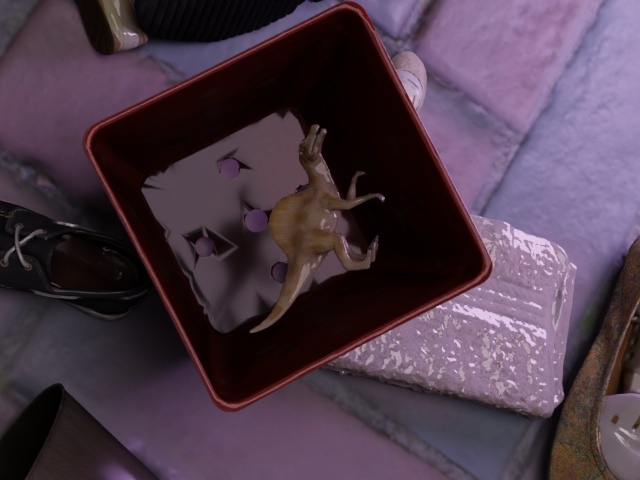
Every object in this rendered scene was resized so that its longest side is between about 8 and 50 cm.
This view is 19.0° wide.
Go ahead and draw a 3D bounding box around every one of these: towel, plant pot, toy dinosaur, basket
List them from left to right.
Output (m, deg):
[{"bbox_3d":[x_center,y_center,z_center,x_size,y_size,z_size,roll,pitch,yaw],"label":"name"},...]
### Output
[{"bbox_3d":[-0.192,0.271,1.663,0.227,0.154,0.204,37,68,-18],"label":"basket"},{"bbox_3d":[-0.042,-0.025,1.719,0.267,0.236,0.267,-27,92,-9],"label":"plant pot"},{"bbox_3d":[0.000,0.000,1.588,0.093,0.053,0.183,11,78,7],"label":"toy dinosaur"},{"bbox_3d":[0.125,0.064,1.904,0.282,0.049,0.187,14,74,-22],"label":"towel"}]

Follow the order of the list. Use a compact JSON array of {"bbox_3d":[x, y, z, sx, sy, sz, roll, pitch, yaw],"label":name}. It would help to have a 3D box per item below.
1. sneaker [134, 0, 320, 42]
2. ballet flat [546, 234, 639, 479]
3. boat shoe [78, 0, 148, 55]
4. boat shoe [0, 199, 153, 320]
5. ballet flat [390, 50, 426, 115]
[{"bbox_3d":[-0.054,-0.297,1.867,0.330,0.122,0.146,-23,76,-29],"label":"sneaker"},{"bbox_3d":[0.326,0.140,1.941,0.123,0.123,0.348,29,69,-17],"label":"ballet flat"},{"bbox_3d":[-0.207,-0.253,1.812,0.048,0.056,0.153,-20,90,-36],"label":"boat shoe"},{"bbox_3d":[-0.261,0.006,1.721,0.233,0.079,0.084,19,74,-17],"label":"boat shoe"},{"bbox_3d":[0.071,-0.121,1.913,0.057,0.052,0.168,32,68,-16],"label":"ballet flat"}]
